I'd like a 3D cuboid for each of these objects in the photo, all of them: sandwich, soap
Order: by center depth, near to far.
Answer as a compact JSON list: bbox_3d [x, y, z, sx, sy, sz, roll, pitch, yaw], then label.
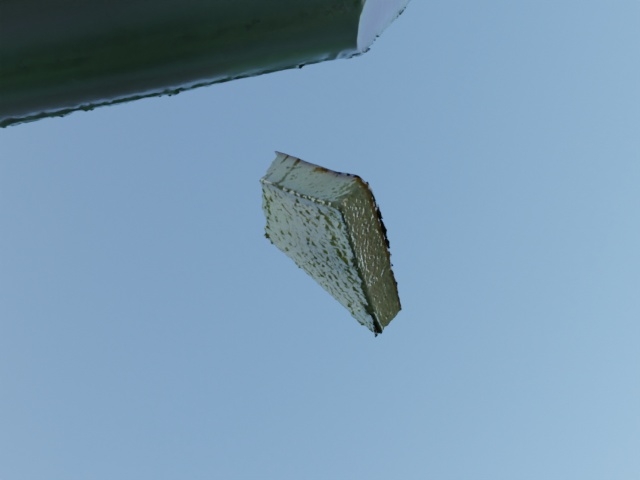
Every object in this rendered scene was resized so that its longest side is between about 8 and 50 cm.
[{"bbox_3d":[-0.114,-0.237,0.659,0.446,0.261,0.156,-14,-57,-10],"label":"soap"},{"bbox_3d":[0.000,0.000,0.844,0.058,0.162,0.193,-44,-45,-27],"label":"sandwich"}]
